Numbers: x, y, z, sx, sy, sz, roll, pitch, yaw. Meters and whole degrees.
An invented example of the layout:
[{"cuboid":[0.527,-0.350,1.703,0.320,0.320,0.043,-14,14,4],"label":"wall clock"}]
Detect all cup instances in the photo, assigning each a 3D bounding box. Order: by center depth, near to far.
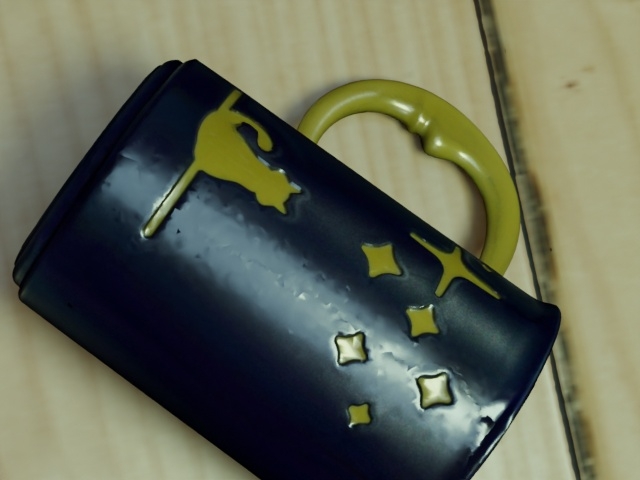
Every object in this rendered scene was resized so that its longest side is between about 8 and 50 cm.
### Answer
[{"cuboid":[-0.013,0.017,1.095,0.256,0.255,0.178,37,117,-3],"label":"cup"}]
